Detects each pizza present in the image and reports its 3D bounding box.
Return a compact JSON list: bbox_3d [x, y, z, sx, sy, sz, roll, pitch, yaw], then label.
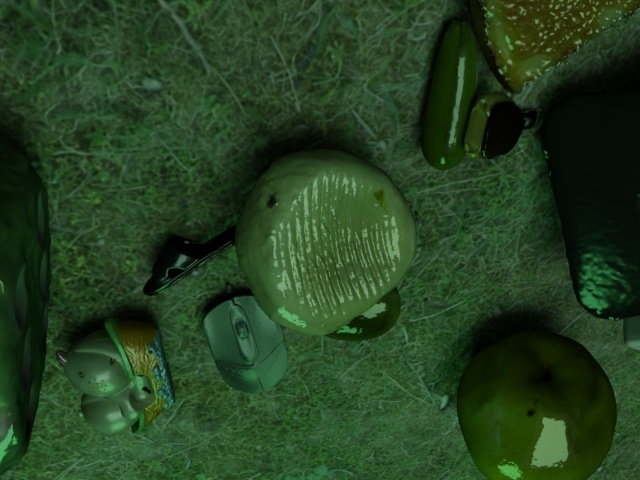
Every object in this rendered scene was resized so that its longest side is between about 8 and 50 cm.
[{"bbox_3d":[0.277,-0.336,0.815,0.223,0.089,0.323,-14,131,-1],"label":"pizza"}]

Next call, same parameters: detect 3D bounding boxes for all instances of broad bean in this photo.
[{"bbox_3d":[0.042,0.096,1.076,0.175,0.082,0.124,10,121,-14],"label":"broad bean"}]

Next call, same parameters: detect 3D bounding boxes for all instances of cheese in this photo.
[{"bbox_3d":[0.249,-0.157,0.939,0.162,0.036,0.086,-16,121,-46],"label":"cheese"}]

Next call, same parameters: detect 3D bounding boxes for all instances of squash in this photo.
[{"bbox_3d":[0.169,-0.185,0.911,0.066,0.066,0.201,-7,121,-14],"label":"squash"}]

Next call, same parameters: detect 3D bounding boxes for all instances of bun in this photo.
[{"bbox_3d":[0.000,0.000,0.929,0.259,0.160,0.259,-9,108,-29],"label":"bun"}]

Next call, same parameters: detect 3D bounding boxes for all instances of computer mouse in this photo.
[{"bbox_3d":[-0.108,0.164,1.075,0.113,0.068,0.229,-19,130,-7],"label":"computer mouse"}]

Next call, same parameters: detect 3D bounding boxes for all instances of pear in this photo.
[{"bbox_3d":[0.370,0.300,1.221,0.294,0.294,0.294,-10,129,-12],"label":"pear"}]

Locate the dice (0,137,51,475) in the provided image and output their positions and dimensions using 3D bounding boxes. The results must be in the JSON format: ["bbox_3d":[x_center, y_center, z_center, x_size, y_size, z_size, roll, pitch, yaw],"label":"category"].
[{"bbox_3d":[-0.455,0.066,0.715,0.330,0.318,0.322,0,127,-18],"label":"dice"}]

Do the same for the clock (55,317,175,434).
[{"bbox_3d":[-0.290,0.201,1.018,0.144,0.103,0.231,-11,127,-9],"label":"clock"}]

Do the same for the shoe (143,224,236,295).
[{"bbox_3d":[-0.180,0.012,0.943,0.159,0.062,0.053,-29,117,5],"label":"shoe"}]

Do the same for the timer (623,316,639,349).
[{"bbox_3d":[0.630,0.088,1.150,0.194,0.195,0.192,18,159,-29],"label":"timer"}]

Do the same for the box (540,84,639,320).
[{"bbox_3d":[0.504,-0.058,0.963,0.350,0.091,0.359,-8,112,29],"label":"box"}]
